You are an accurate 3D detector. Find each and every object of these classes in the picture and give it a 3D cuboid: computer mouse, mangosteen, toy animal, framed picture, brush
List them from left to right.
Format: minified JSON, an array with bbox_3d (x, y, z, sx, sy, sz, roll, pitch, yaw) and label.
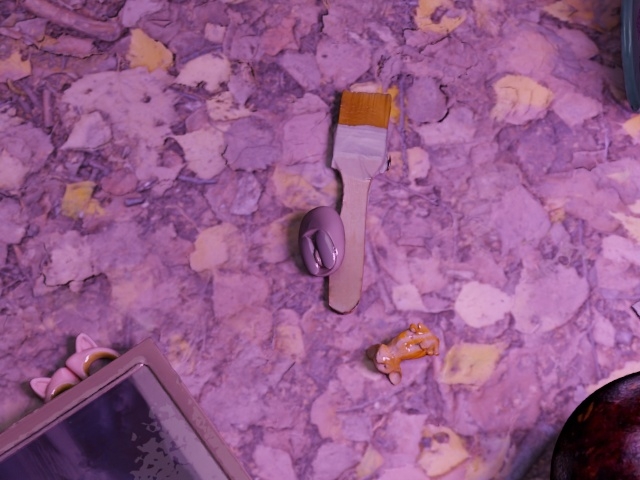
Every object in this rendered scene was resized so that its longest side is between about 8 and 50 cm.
[{"bbox_3d":[-0.217,0.369,1.852,0.326,0.028,0.446,-34,69,-13],"label":"framed picture"},{"bbox_3d":[-0.001,-0.001,2.032,0.066,0.039,0.096,-21,56,32],"label":"computer mouse"},{"bbox_3d":[0.045,-0.054,2.084,0.085,0.020,0.337,6,64,5],"label":"brush"},{"bbox_3d":[0.104,0.143,1.969,0.083,0.081,0.060,-38,71,23],"label":"toy animal"},{"bbox_3d":[0.394,0.284,1.754,0.288,0.288,0.288,-1,63,2],"label":"mangosteen"}]

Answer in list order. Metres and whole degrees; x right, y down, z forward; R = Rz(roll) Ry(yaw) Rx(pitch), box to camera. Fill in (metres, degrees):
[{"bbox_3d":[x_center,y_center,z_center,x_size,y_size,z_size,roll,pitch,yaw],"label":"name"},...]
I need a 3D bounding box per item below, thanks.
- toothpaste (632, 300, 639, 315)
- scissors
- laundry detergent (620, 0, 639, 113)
[{"bbox_3d":[0.500,0.059,2.000,0.194,0.043,0.067,-32,68,-7],"label":"toothpaste"},{"bbox_3d":[-0.223,0.244,1.935,0.317,0.024,0.160,39,70,19],"label":"scissors"},{"bbox_3d":[0.568,-0.308,2.046,0.305,0.287,0.287,1,63,3],"label":"laundry detergent"}]
